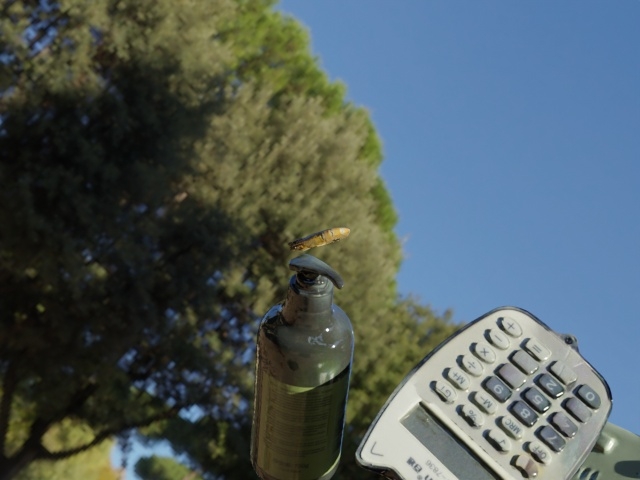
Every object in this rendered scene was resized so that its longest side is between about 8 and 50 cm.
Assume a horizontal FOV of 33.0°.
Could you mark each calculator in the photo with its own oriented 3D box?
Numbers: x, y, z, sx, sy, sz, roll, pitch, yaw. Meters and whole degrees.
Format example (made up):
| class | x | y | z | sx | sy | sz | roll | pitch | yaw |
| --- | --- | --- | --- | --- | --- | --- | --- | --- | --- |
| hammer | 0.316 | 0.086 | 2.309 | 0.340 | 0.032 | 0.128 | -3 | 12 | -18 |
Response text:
| class | x | y | z | sx | sy | sz | roll | pitch | yaw |
| --- | --- | --- | --- | --- | --- | --- | --- | --- | --- |
| calculator | 0.166 | 0.172 | 1.039 | 0.177 | 0.268 | 0.040 | 44 | -27 | 15 |

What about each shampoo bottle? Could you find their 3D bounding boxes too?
| class | x | y | z | sx | sy | sz | roll | pitch | yaw |
| --- | --- | --- | --- | --- | --- | --- | --- | --- | --- |
| shampoo bottle | -0.018 | 0.135 | 1.131 | 0.101 | 0.101 | 0.283 | 27 | -49 | 28 |

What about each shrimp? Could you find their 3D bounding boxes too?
| class | x | y | z | sx | sy | sz | roll | pitch | yaw |
| --- | --- | --- | --- | --- | --- | --- | --- | --- | --- |
| shrimp | 0.000 | 0.000 | 1.836 | 0.059 | 0.108 | 0.023 | 17 | 57 | -70 |

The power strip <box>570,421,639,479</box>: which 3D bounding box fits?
| class | x | y | z | sx | sy | sz | roll | pitch | yaw |
| --- | --- | --- | --- | --- | --- | --- | --- | --- | --- |
| power strip | 0.389 | 0.270 | 1.223 | 0.265 | 0.193 | 0.059 | 23 | -27 | 38 |
